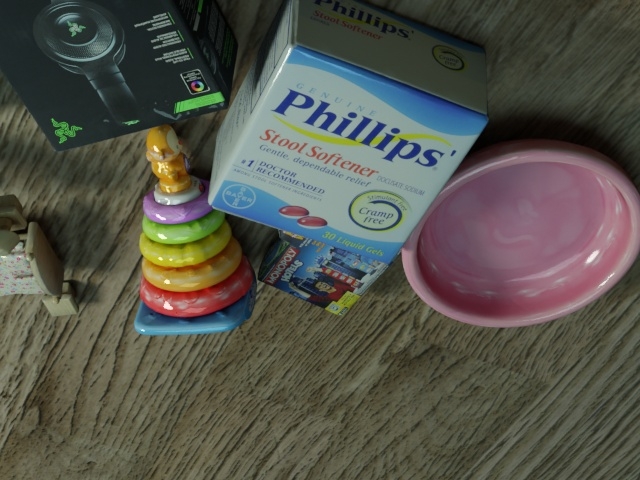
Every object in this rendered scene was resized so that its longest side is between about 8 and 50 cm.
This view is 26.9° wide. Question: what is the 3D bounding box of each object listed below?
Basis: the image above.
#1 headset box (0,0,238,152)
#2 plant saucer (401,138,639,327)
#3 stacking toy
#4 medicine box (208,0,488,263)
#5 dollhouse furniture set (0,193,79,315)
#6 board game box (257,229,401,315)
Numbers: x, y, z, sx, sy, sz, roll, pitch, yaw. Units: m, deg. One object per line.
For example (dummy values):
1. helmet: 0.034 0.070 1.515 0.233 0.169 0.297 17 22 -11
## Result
1. headset box: -0.260 -0.258 1.613 0.246 0.131 0.283 -12 134 16
2. plant saucer: 0.273 -0.019 1.835 0.332 0.084 0.332 -4 134 -4
3. stacking toy: -0.190 -0.028 1.849 0.166 0.175 0.302 -4 121 7
4. medicine box: 0.031 -0.144 1.697 0.263 0.149 0.289 18 134 -14
5. dollhouse furniture set: -0.539 0.080 1.878 0.303 0.174 0.355 -7 147 6
6. board game box: 0.000 0.000 1.906 0.194 0.060 0.194 26 131 -19
